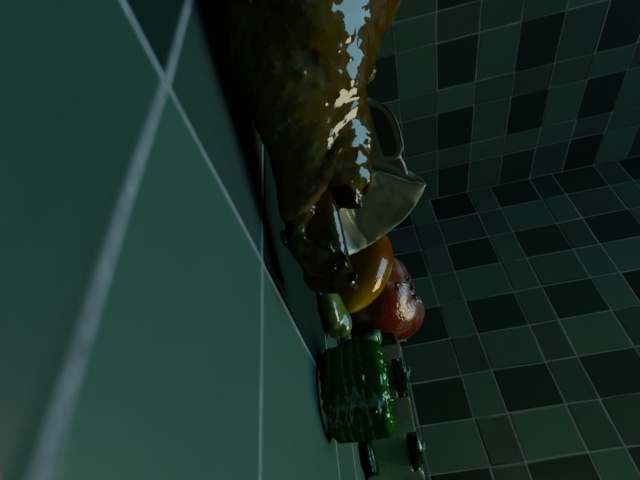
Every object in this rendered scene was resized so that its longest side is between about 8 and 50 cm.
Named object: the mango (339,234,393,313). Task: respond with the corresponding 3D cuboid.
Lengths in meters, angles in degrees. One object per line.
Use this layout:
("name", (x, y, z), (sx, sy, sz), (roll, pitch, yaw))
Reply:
("mango", (0.070, 0.050, 0.830), (0.102, 0.141, 0.217), (85, 19, -47))

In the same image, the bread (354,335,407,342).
("bread", (0.171, 0.219, 1.246), (0.197, 0.197, 0.171), (0, 86, -84))

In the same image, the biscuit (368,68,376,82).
("biscuit", (-0.004, -0.330, 0.704), (0.035, 0.184, 0.249), (104, -24, -43))

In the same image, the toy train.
("toy train", (0.129, 0.335, 0.868), (0.159, 0.129, 0.327), (-54, 132, -87))

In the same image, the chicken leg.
("chicken leg", (-0.008, -0.148, 0.464), (0.295, 0.181, 0.410), (-167, -111, -79))

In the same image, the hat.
("hat", (0.026, -0.096, 0.666), (0.226, 0.219, 0.164), (61, -12, 7))

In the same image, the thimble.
("thimble", (0.049, 0.199, 0.556), (0.130, 0.090, 0.118), (-39, 119, -83))

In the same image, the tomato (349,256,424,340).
("tomato", (0.134, 0.139, 1.004), (0.232, 0.188, 0.232), (58, 14, -23))

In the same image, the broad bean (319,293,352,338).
("broad bean", (0.023, 0.120, 0.697), (0.063, 0.045, 0.083), (-55, 126, -66))
